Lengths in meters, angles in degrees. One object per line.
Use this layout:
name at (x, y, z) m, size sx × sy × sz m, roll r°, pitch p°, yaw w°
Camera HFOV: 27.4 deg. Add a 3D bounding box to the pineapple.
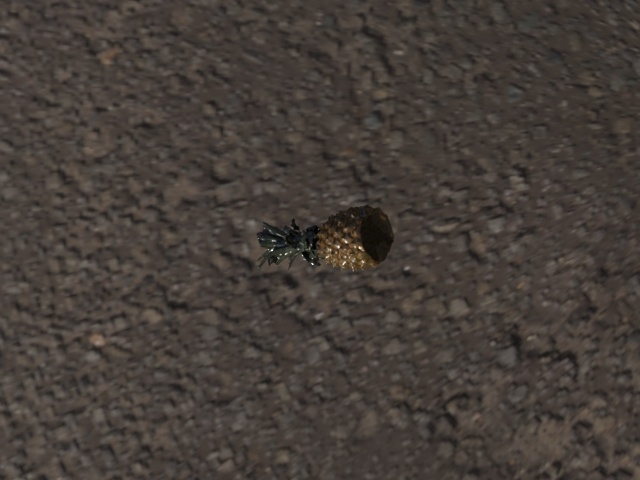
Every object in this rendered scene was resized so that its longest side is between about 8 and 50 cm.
pineapple at (0.000, 0.000, 1.111) m, size 0.124 × 0.058 × 0.058 m, roll -3°, pitch 94°, yaw 40°
